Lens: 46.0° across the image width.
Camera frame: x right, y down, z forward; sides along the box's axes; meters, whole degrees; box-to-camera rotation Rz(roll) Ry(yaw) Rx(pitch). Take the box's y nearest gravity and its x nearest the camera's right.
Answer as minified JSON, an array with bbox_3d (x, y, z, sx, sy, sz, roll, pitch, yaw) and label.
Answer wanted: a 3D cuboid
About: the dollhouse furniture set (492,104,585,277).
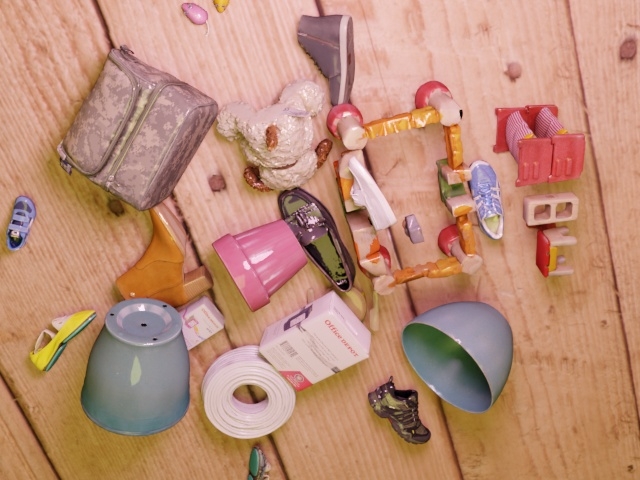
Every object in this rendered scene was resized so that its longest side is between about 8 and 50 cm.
[{"bbox_3d":[0.511,-0.116,1.803,0.152,0.201,0.374,-6,119,-1],"label":"dollhouse furniture set"}]

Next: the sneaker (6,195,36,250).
[{"bbox_3d":[-0.728,-0.038,1.829,0.053,0.059,0.144,14,110,-7],"label":"sneaker"}]

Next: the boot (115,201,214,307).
[{"bbox_3d":[-0.419,0.053,1.862,0.211,0.104,0.295,-24,116,6],"label":"boot"}]

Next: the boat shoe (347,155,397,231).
[{"bbox_3d":[0.098,-0.096,1.623,0.063,0.066,0.184,-31,124,5],"label":"boat shoe"}]

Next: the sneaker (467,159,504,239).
[{"bbox_3d":[0.417,-0.099,1.860,0.080,0.081,0.211,-19,111,6],"label":"sneaker"}]

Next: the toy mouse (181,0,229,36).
[{"bbox_3d":[-0.273,-0.535,1.660,0.143,0.031,0.161,10,112,-7],"label":"toy mouse"}]

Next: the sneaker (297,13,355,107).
[{"bbox_3d":[0.012,-0.409,1.718,0.118,0.083,0.222,10,124,16],"label":"sneaker"}]

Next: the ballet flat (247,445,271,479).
[{"bbox_3d":[-0.176,0.667,2.167,0.070,0.070,0.188,11,114,-8],"label":"ballet flat"}]

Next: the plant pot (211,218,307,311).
[{"bbox_3d":[-0.140,0.046,1.839,0.180,0.201,0.201,-31,112,-7],"label":"plant pot"}]

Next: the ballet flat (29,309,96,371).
[{"bbox_3d":[-0.675,0.245,1.949,0.077,0.077,0.231,43,107,-1],"label":"ballet flat"}]

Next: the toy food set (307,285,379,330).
[{"bbox_3d":[0.060,0.175,1.983,0.192,0.038,0.132,2,108,8],"label":"toy food set"}]

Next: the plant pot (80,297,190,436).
[{"bbox_3d":[-0.443,0.291,1.853,0.272,0.271,0.255,9,120,-7],"label":"plant pot"}]

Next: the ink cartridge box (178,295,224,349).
[{"bbox_3d":[-0.323,0.215,1.964,0.122,0.052,0.088,-34,110,9],"label":"ink cartridge box"}]

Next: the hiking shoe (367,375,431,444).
[{"bbox_3d":[0.242,0.475,2.089,0.227,0.086,0.114,41,108,-17],"label":"hiking shoe"}]

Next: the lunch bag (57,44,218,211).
[{"bbox_3d":[-0.419,-0.247,1.688,0.256,0.212,0.305,34,106,3],"label":"lunch bag"}]

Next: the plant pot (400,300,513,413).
[{"bbox_3d":[0.380,0.268,1.933,0.195,0.290,0.290,-38,115,-26],"label":"plant pot"}]

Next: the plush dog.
[{"bbox_3d":[-0.085,-0.212,1.741,0.263,0.210,0.225,-19,136,4],"label":"plush dog"}]

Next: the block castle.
[{"bbox_3d":[0.197,-0.119,1.773,0.303,0.213,0.453,-14,115,-2],"label":"block castle"}]

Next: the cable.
[{"bbox_3d":[-0.193,0.411,2.034,0.257,0.089,0.257,-14,113,3],"label":"cable"}]

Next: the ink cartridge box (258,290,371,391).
[{"bbox_3d":[-0.012,0.262,1.951,0.237,0.100,0.172,-31,112,24],"label":"ink cartridge box"}]

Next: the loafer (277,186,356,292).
[{"bbox_3d":[0.000,0.000,1.867,0.109,0.095,0.302,-31,110,8],"label":"loafer"}]
